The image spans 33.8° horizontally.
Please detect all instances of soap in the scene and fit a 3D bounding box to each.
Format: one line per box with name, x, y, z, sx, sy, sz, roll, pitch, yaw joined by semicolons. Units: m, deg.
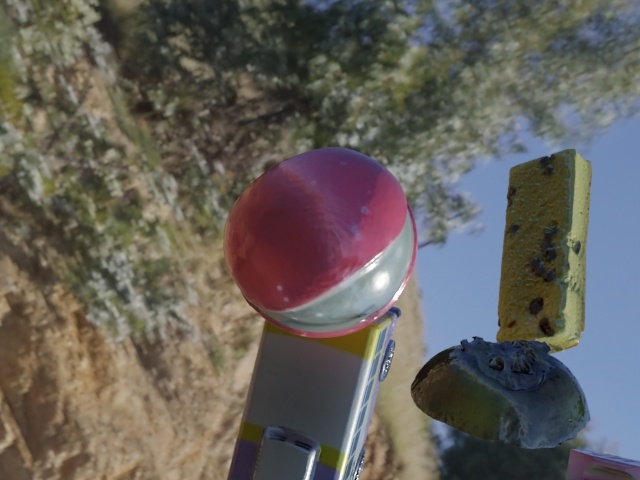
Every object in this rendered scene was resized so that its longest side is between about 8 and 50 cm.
soap;0.395;0.313;1.382;0.149;0.100;0.056;2;-98;52

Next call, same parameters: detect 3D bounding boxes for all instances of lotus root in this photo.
lotus root;0.212;0.159;1.227;0.204;0.183;0.077;21;-65;33

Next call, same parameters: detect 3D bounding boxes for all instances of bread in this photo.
bread;0.377;0.022;1.784;0.138;0.361;0.077;-15;-37;39

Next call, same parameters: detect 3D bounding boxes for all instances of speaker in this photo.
speaker;0.000;0.000;1.574;0.294;0.294;0.294;58;-16;27

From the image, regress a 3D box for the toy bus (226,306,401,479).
toy bus;-0.021;0.313;1.821;0.249;0.209;0.439;-16;120;-77
